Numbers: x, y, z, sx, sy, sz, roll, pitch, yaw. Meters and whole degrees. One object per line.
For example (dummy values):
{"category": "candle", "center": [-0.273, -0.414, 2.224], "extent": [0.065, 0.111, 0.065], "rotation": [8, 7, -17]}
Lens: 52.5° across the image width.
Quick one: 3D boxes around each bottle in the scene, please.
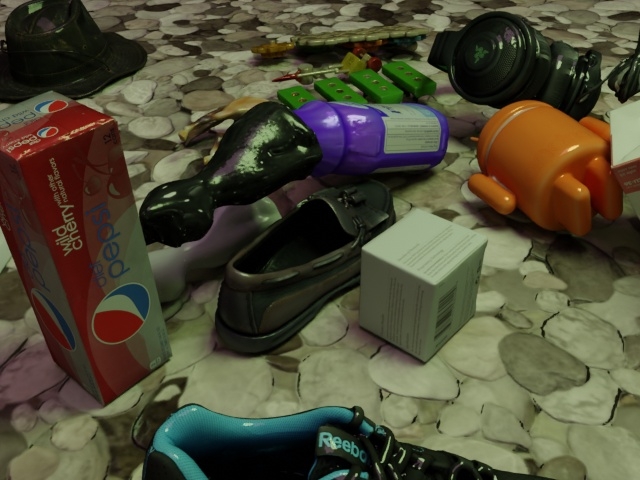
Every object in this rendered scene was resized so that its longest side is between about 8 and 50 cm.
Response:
{"category": "bottle", "center": [0.044, -0.131, 0.831], "extent": [0.283, 0.092, 0.118], "rotation": [-9, 20, -43]}

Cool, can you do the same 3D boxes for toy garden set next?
{"category": "toy garden set", "center": [0.040, -0.260, 1.116], "extent": [0.244, 0.049, 0.204], "rotation": [-18, 41, -21]}

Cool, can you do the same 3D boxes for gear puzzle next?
{"category": "gear puzzle", "center": [0.033, -0.383, 1.276], "extent": [0.339, 0.044, 0.175], "rotation": [-9, 23, -10]}

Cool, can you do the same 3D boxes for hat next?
{"category": "hat", "center": [-0.503, -0.386, 1.235], "extent": [0.332, 0.133, 0.331], "rotation": [-2, 36, 1]}

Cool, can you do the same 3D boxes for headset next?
{"category": "headset", "center": [0.321, -0.264, 0.941], "extent": [0.244, 0.185, 0.394], "rotation": [13, 15, -23]}

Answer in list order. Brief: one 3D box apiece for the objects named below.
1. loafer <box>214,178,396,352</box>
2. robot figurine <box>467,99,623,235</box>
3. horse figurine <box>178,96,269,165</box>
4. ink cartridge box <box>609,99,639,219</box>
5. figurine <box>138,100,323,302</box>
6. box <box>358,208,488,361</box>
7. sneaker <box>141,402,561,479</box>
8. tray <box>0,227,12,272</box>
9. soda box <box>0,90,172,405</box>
{"category": "loafer", "center": [0.000, 0.000, 0.714], "extent": [0.109, 0.095, 0.302], "rotation": [23, 43, 25]}
{"category": "robot figurine", "center": [0.283, -0.097, 0.813], "extent": [0.128, 0.158, 0.219], "rotation": [18, 25, -33]}
{"category": "horse figurine", "center": [-0.089, -0.154, 0.958], "extent": [0.263, 0.066, 0.174], "rotation": [24, 49, 27]}
{"category": "ink cartridge box", "center": [0.398, -0.053, 0.733], "extent": [0.067, 0.198, 0.115], "rotation": [-21, 31, 37]}
{"category": "figurine", "center": [-0.122, -0.022, 0.682], "extent": [0.092, 0.215, 0.209], "rotation": [44, 51, 8]}
{"category": "box", "center": [0.101, 0.042, 0.649], "extent": [0.087, 0.101, 0.102], "rotation": [25, 42, 32]}
{"category": "sneaker", "center": [0.046, 0.185, 0.423], "extent": [0.341, 0.139, 0.125], "rotation": [2, 34, 3]}
{"category": "tray", "center": [-0.443, -0.022, 0.819], "extent": [0.145, 0.030, 0.270], "rotation": [-1, 36, 2]}
{"category": "soda box", "center": [-0.207, 0.015, 0.560], "extent": [0.092, 0.263, 0.083], "rotation": [26, 46, 33]}
